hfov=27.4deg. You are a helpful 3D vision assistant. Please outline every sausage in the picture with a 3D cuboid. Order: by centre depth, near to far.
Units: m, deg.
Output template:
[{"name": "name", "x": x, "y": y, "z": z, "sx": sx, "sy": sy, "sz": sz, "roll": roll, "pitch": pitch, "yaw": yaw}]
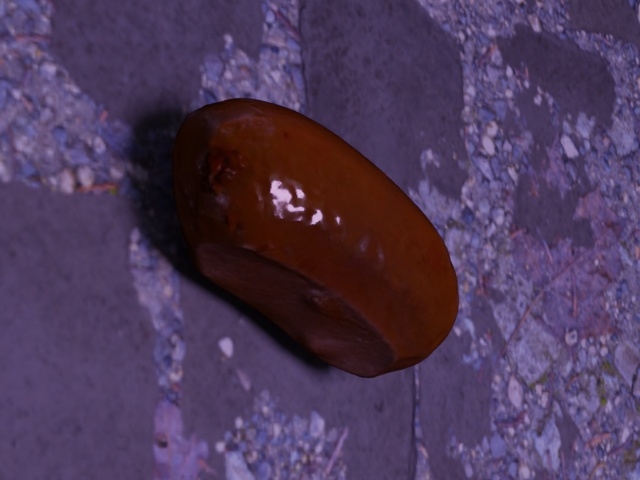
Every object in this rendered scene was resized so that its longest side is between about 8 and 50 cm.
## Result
[{"name": "sausage", "x": 0.001, "y": -0.002, "z": 0.907, "sx": 0.258, "sy": 0.133, "sz": 0.133, "roll": 39, "pitch": 54, "yaw": -32}]
